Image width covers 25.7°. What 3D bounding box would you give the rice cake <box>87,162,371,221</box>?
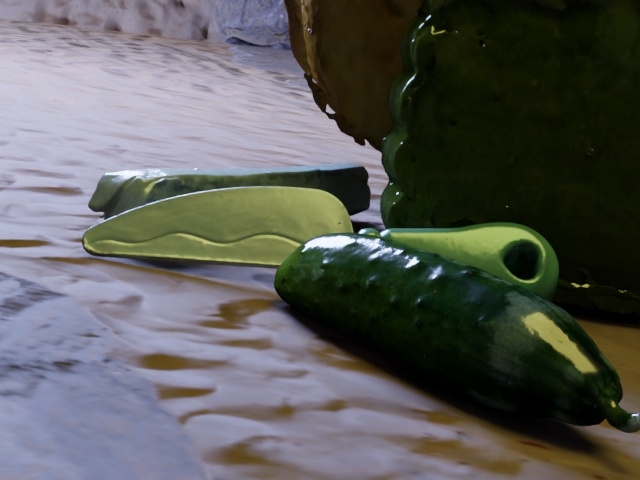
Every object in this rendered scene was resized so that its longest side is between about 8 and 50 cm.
[{"bbox_3d":[-0.047,-0.028,0.903,0.045,0.042,0.245,3,5,36],"label":"rice cake"}]

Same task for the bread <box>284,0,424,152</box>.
[{"bbox_3d":[0.174,-0.173,0.969,0.398,0.398,0.215,9,25,0],"label":"bread"}]

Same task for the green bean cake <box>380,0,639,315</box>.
[{"bbox_3d":[0.146,-0.064,0.828,0.214,0.200,0.113,7,12,0],"label":"green bean cake"}]

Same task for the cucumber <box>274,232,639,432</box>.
[{"bbox_3d":[0.056,0.035,0.638,0.056,0.056,0.250,0,14,-39],"label":"cucumber"}]

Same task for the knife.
[{"bbox_3d":[0.001,-0.001,0.769,0.260,0.063,0.034,9,-26,4],"label":"knife"}]
